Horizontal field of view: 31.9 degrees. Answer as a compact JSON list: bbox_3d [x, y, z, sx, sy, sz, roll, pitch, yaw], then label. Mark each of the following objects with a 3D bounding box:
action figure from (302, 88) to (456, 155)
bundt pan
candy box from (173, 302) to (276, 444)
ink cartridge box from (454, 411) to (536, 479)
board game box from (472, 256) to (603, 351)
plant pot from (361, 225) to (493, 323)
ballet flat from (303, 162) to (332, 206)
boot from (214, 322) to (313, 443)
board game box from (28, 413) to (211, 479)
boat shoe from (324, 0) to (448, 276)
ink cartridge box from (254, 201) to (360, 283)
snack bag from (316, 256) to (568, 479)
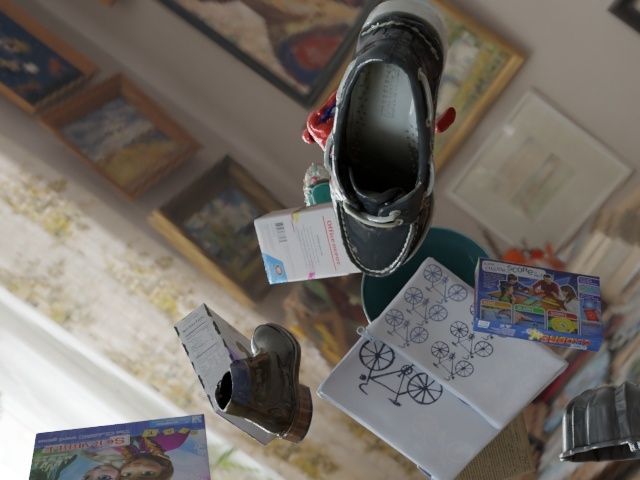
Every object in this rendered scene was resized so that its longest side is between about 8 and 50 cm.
[{"bbox_3d":[0.083,-0.193,1.600,0.280,0.091,0.139,-9,36,49],"label":"action figure"},{"bbox_3d":[0.611,0.341,2.140,0.331,0.330,0.124,121,145,-68],"label":"bundt pan"},{"bbox_3d":[-0.143,0.220,1.849,0.070,0.196,0.165,-38,-40,5],"label":"candy box"},{"bbox_3d":[0.285,0.351,2.113,0.193,0.235,0.088,-17,19,-4],"label":"ink cartridge box"},{"bbox_3d":[0.346,0.100,1.788,0.035,0.201,0.136,99,-178,-46],"label":"board game box"},{"bbox_3d":[0.237,0.141,2.392,0.290,0.290,0.195,-53,-19,-17],"label":"plant pot"},{"bbox_3d":[0.018,-0.053,2.131,0.077,0.091,0.241,-106,5,-46],"label":"ballet flat"},{"bbox_3d":[-0.083,0.160,1.413,0.082,0.106,0.219,-61,26,19],"label":"boot"},{"bbox_3d":[-0.349,0.424,1.959,0.318,0.318,0.066,-114,20,-67],"label":"board game box"},{"bbox_3d":[0.052,-0.070,1.031,0.091,0.114,0.303,-66,-20,-47],"label":"boat shoe"},{"bbox_3d":[0.000,0.000,1.677,0.181,0.104,0.061,-8,11,32],"label":"ink cartridge box"},{"bbox_3d":[0.202,0.239,1.951,0.342,0.323,0.037,-49,11,18],"label":"snack bag"}]
